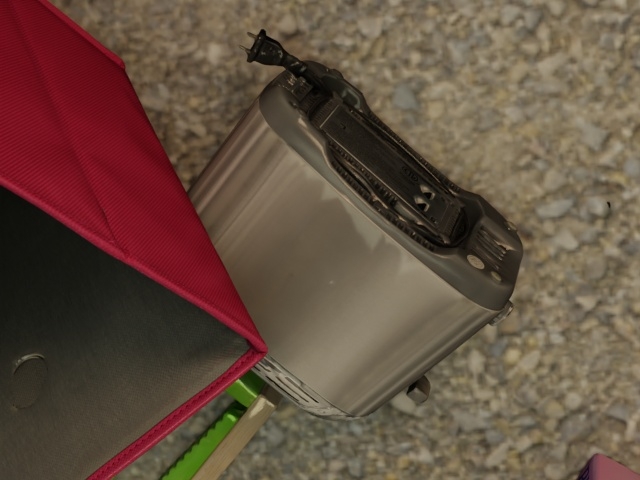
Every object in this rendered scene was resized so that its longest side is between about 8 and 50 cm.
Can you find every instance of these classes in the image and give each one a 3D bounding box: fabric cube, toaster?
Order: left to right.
[{"bbox_3d":[-0.231,-0.003,0.810,0.254,0.258,0.259,-38,141,12],"label":"fabric cube"},{"bbox_3d":[0.000,0.000,0.919,0.227,0.129,0.146,40,112,-4],"label":"toaster"}]

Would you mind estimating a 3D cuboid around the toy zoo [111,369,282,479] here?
[{"bbox_3d":[-0.196,0.085,1.035,0.293,0.030,0.192,38,110,-2],"label":"toy zoo"}]

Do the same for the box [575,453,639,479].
[{"bbox_3d":[0.154,0.293,0.934,0.117,0.213,0.243,30,111,0],"label":"box"}]
